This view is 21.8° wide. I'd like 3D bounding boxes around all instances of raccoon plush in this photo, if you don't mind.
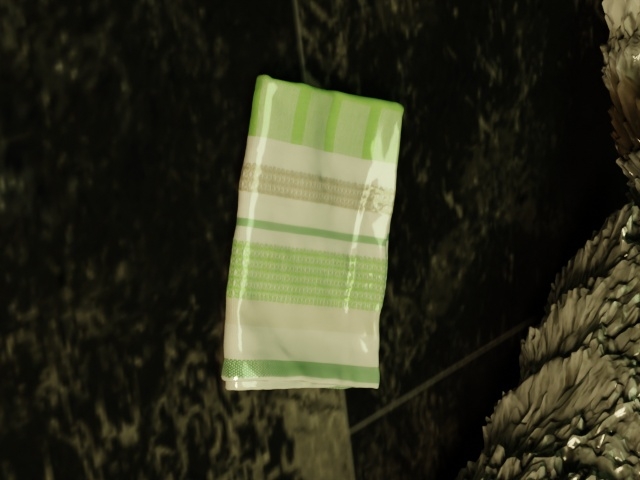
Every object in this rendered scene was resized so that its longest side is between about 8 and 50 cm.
[{"bbox_3d":[0.127,0.062,0.932,0.299,0.216,0.446,-4,69,-37],"label":"raccoon plush"}]

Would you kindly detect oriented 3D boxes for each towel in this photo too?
[{"bbox_3d":[0.000,0.000,0.829,0.113,0.023,0.152,6,91,-51],"label":"towel"}]
